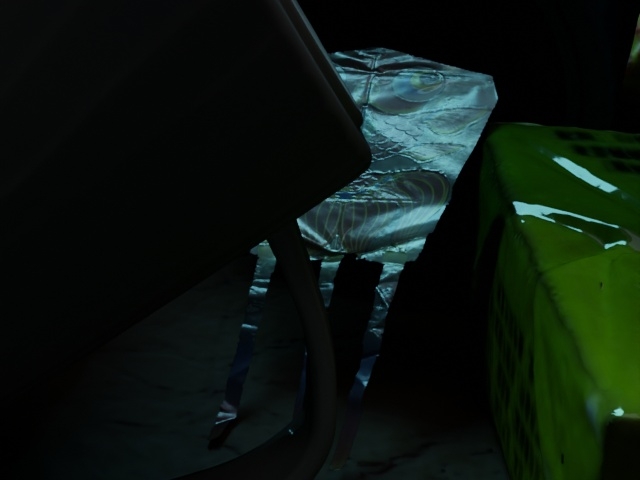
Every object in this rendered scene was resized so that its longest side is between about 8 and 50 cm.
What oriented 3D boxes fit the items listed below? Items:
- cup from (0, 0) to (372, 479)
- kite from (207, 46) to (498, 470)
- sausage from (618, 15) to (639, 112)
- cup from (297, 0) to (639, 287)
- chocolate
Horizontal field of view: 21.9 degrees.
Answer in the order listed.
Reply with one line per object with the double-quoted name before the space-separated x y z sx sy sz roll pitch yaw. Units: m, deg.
"cup" -0.128 -0.018 0.561 0.288 0.273 0.208 60 4 14
"kite" 0.001 0.002 0.765 0.127 0.016 0.229 6 59 20
"sausage" 0.279 -0.157 1.245 0.317 0.117 0.125 -2 62 -26
"cup" 0.052 -0.156 0.950 0.242 0.308 0.292 -18 20 20
"chocolate" 0.220 0.068 0.712 0.301 0.137 0.289 6 24 -7
